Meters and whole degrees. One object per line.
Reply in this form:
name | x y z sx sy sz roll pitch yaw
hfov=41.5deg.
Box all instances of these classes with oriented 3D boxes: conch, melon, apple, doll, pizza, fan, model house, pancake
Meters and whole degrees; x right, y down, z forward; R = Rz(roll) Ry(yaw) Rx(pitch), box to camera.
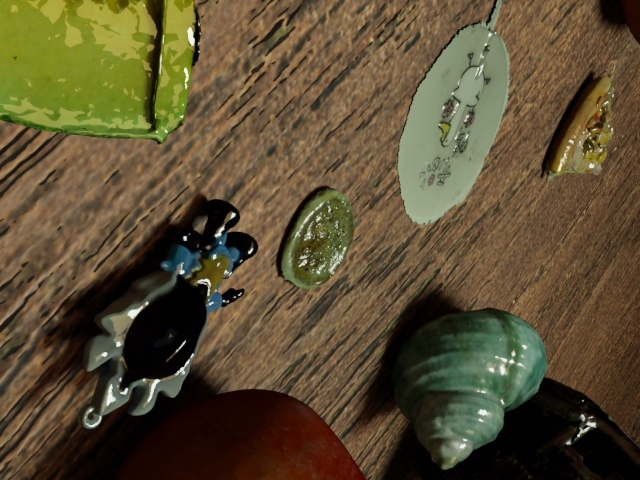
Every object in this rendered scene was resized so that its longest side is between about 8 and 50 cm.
conch | 0.186 0.175 1.087 0.220 0.195 0.277 -54 -171 41
melon | -0.148 -0.182 0.370 0.169 0.129 0.265 -10 125 -28
apple | -0.059 0.233 0.691 0.201 0.218 0.218 -28 138 -13
doll | -0.115 0.057 0.628 0.195 0.070 0.096 -56 133 -28
pizza | 0.412 -0.144 1.302 0.185 0.052 0.195 -58 149 -5
fan | 0.182 -0.208 0.941 0.233 0.012 0.414 -4 115 -56
model house | 0.250 0.332 1.169 0.283 0.317 0.297 -33 150 -13
pancake | 0.000 0.001 0.811 0.108 0.017 0.108 -33 138 -36

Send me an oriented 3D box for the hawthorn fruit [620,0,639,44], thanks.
hawthorn fruit | 0.522 -0.354 1.189 0.261 0.224 0.224 12 102 -82
